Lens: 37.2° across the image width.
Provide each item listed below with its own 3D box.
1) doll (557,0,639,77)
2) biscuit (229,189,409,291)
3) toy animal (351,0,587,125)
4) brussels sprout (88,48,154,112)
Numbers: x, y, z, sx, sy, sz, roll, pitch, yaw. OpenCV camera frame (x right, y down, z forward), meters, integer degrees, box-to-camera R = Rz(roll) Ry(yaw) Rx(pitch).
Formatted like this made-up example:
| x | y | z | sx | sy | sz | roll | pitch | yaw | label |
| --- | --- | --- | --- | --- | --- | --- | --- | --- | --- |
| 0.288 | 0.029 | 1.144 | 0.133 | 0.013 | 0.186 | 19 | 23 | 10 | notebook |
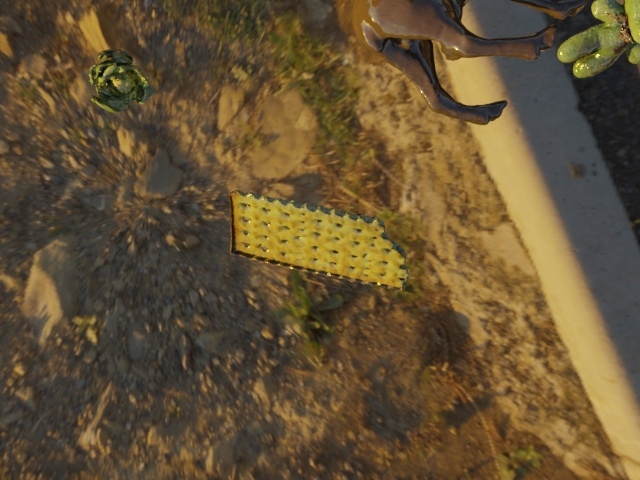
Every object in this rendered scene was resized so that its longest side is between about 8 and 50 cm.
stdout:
| x | y | z | sx | sy | sz | roll | pitch | yaw | label |
| --- | --- | --- | --- | --- | --- | --- | --- | --- | --- |
| 0.368 | -0.247 | 1.157 | 0.150 | 0.078 | 0.115 | -32 | 126 | 30 | doll |
| 0.000 | 0.001 | 1.016 | 0.203 | 0.144 | 0.016 | 11 | 60 | 4 | biscuit |
| 0.084 | -0.197 | 0.562 | 0.186 | 0.094 | 0.214 | 36 | 75 | 4 | toy animal |
| -0.273 | -0.219 | 1.277 | 0.085 | 0.058 | 0.085 | -20 | 140 | -18 | brussels sprout |
